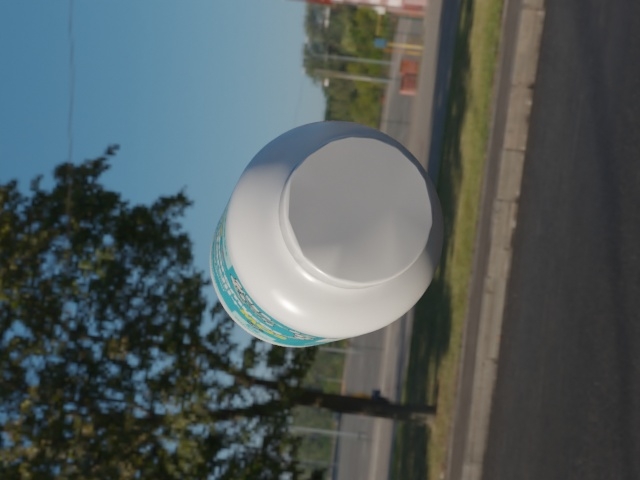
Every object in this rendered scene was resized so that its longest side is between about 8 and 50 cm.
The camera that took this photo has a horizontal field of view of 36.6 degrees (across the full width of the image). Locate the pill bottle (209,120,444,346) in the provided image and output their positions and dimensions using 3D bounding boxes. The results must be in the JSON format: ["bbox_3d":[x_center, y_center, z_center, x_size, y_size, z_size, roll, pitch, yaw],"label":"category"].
[{"bbox_3d":[0.000,0.000,0.699,0.264,0.146,0.146,139,139,-76],"label":"pill bottle"}]
